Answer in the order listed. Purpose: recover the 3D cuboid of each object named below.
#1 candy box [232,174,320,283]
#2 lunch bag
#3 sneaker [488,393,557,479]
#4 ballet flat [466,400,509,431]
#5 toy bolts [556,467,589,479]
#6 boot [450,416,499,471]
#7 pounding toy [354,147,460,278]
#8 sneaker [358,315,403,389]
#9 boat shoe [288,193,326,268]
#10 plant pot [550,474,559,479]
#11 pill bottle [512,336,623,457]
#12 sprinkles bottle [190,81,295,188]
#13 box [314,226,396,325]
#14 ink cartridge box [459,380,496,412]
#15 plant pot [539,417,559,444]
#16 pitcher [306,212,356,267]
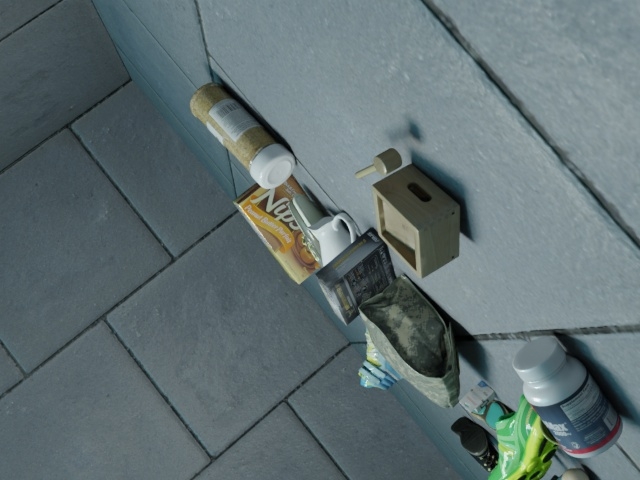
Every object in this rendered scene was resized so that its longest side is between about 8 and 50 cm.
[{"bbox_3d":[-0.096,-0.047,1.939,0.316,0.183,0.087,54,169,-19],"label":"candy box"},{"bbox_3d":[0.248,0.265,1.584,0.287,0.169,0.235,50,171,33],"label":"lunch bag"},{"bbox_3d":[0.438,0.442,1.392,0.123,0.109,0.296,-117,32,-46],"label":"sneaker"},{"bbox_3d":[0.460,0.458,1.686,0.067,0.073,0.206,25,179,-13],"label":"ballet flat"},{"bbox_3d":[0.505,0.556,1.468,0.228,0.218,0.158,21,148,34],"label":"toy bolts"},{"bbox_3d":[0.538,0.696,2.121,0.179,0.085,0.236,50,177,-8],"label":"boot"},{"bbox_3d":[0.142,-0.076,1.043,0.181,0.094,0.206,49,162,38],"label":"pounding toy"},{"bbox_3d":[0.184,0.381,2.186,0.319,0.208,0.127,54,171,-15],"label":"sneaker"},{"bbox_3d":[-0.002,0.002,1.862,0.305,0.091,0.109,51,-147,-11],"label":"boat shoe"},{"bbox_3d":[0.631,0.741,1.608,0.187,0.167,0.188,52,171,-5],"label":"plant pot"},{"bbox_3d":[0.394,0.249,1.034,0.180,0.108,0.108,53,170,-9],"label":"pill bottle"},{"bbox_3d":[-0.219,-0.295,1.769,0.355,0.121,0.121,47,170,26],"label":"sprinkles bottle"},{"bbox_3d":[0.094,0.095,1.603,0.056,0.183,0.231,45,170,32],"label":"box"},{"bbox_3d":[0.404,0.408,1.646,0.048,0.083,0.028,40,166,49],"label":"ink cartridge box"},{"bbox_3d":[0.466,0.355,1.212,0.083,0.083,0.079,42,178,43],"label":"plant pot"},{"bbox_3d":[0.067,0.029,1.719,0.207,0.125,0.177,63,154,-4],"label":"pitcher"}]
